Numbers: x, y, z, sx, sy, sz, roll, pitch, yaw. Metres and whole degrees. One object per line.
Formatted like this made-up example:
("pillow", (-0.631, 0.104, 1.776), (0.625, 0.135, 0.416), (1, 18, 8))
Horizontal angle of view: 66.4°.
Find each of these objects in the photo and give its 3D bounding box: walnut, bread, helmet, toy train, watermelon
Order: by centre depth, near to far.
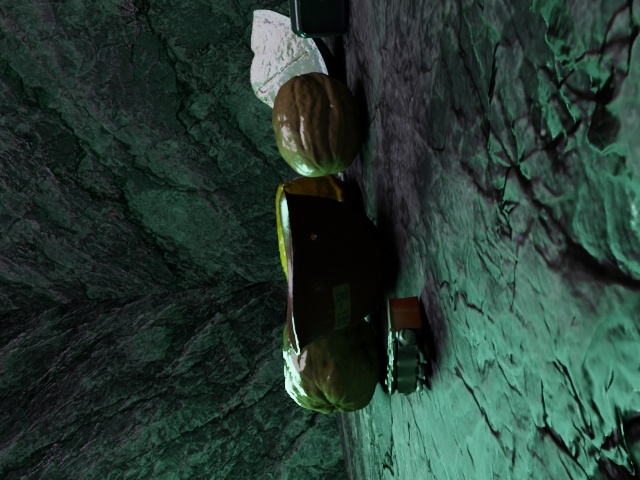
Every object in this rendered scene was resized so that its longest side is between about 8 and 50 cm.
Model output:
("toy train", (0.150, 0.194, 0.864), (0.118, 0.074, 0.176), (-87, -8, -46))
("helmet", (0.031, 0.066, 1.094), (0.337, 0.230, 0.385), (-105, 11, -54))
("walnut", (-0.007, -0.285, 1.200), (0.225, 0.225, 0.261), (124, 139, -82))
("walnut", (0.026, 0.312, 1.295), (0.253, 0.282, 0.277), (-40, 50, 34))
("bread", (0.000, 0.000, 1.435), (0.398, 0.215, 0.398), (172, 90, -75))
("watermelon", (-0.038, -0.504, 1.470), (0.222, 0.319, 0.292), (-29, -42, -57))

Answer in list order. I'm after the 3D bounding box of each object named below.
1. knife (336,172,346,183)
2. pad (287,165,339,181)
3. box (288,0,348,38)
("knife", (0.065, -0.196, 1.571), (0.061, 0.027, 0.343), (127, 137, -76))
("pad", (-0.022, -0.124, 1.740), (0.063, 0.315, 0.375), (12, -114, -48))
("box", (-0.004, -0.613, 1.222), (0.090, 0.144, 0.201), (-112, 18, -59))
